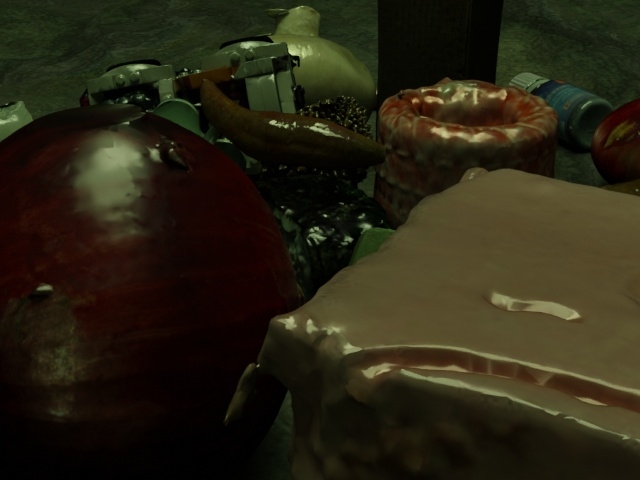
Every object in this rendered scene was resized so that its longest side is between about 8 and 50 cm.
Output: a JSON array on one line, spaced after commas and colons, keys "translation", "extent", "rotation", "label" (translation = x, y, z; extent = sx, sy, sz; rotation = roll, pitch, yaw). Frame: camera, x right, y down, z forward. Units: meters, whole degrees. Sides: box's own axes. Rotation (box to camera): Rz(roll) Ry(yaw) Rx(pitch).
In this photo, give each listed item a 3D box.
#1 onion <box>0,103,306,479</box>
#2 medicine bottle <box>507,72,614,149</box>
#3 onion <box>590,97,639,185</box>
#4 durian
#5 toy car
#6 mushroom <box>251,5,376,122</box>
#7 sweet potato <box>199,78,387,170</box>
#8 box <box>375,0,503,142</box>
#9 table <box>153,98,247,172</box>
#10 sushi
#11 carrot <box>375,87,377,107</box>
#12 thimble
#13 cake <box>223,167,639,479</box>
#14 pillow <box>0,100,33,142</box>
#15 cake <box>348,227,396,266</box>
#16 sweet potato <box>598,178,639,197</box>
[{"translation": [-0.165, 0.047, 0.909], "extent": [0.341, 0.341, 0.341], "rotation": [0, 23, 0], "label": "onion"}, {"translation": [0.365, -0.204, 1.750], "extent": [0.083, 0.083, 0.203], "rotation": [-9, 23, -21], "label": "medicine bottle"}, {"translation": [0.479, -0.116, 1.474], "extent": [0.248, 0.161, 0.248], "rotation": [11, 5, -1], "label": "onion"}, {"translation": [0.002, -0.085, 1.381], "extent": [0.148, 0.188, 0.091], "rotation": [-2, 44, -53], "label": "durian"}, {"translation": [-0.165, -0.148, 1.452], "extent": [0.301, 0.193, 0.118], "rotation": [-9, 2, 2], "label": "toy car"}, {"translation": [-0.041, -0.231, 1.619], "extent": [0.246, 0.202, 0.246], "rotation": [4, -1, 0], "label": "mushroom"}, {"translation": [-0.049, -0.123, 1.295], "extent": [0.255, 0.058, 0.078], "rotation": [21, 61, 23], "label": "sweet potato"}, {"translation": [0.175, -0.273, 1.667], "extent": [0.143, 0.273, 0.184], "rotation": [10, 25, 20], "label": "box"}, {"translation": [-0.178, -0.049, 1.317], "extent": [0.166, 0.167, 0.198], "rotation": [1, 31, 2], "label": "table"}, {"translation": [0.000, 0.000, 1.223], "extent": [0.127, 0.124, 0.225], "rotation": [-12, 24, -20], "label": "sushi"}, {"translation": [0.046, -0.242, 1.890], "extent": [0.256, 0.061, 0.061], "rotation": [16, 27, 13], "label": "carrot"}, {"translation": [0.181, -0.100, 1.407], "extent": [0.239, 0.162, 0.239], "rotation": [0, 24, 0], "label": "thimble"}, {"translation": [0.144, 0.150, 0.650], "extent": [0.293, 0.307, 0.314], "rotation": [11, 26, 20], "label": "cake"}, {"translation": [-0.485, -0.112, 1.503], "extent": [0.229, 0.128, 0.051], "rotation": [-10, -11, -20], "label": "pillow"}, {"translation": [0.152, 0.051, 1.055], "extent": [0.158, 0.172, 0.283], "rotation": [21, 29, 36], "label": "cake"}, {"translation": [0.314, 0.000, 1.228], "extent": [0.336, 0.131, 0.131], "rotation": [-13, 26, -25], "label": "sweet potato"}]
